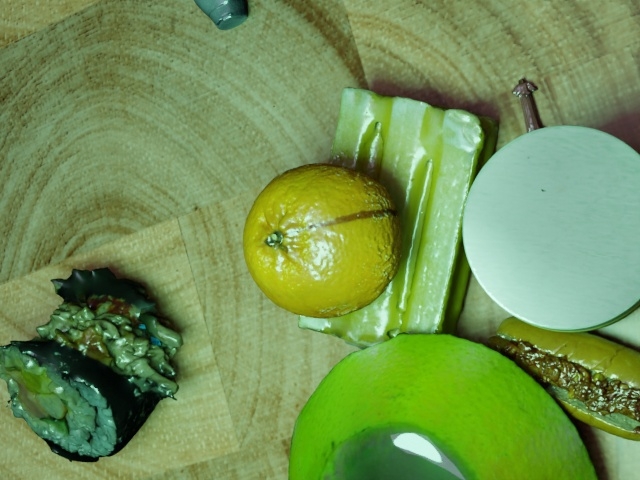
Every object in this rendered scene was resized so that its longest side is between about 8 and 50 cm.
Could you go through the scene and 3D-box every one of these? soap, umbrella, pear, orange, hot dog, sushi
[{"bbox_3d":[0.098,-0.018,1.673,0.199,0.091,0.315,14,97,26],"label":"soap"},{"bbox_3d":[0.260,-0.114,1.621,0.027,0.025,0.165,-20,80,44],"label":"umbrella"},{"bbox_3d":[0.122,0.316,1.574,0.398,0.165,0.399,6,107,21],"label":"pear"},{"bbox_3d":[0.000,0.000,1.587,0.193,0.161,0.193,3,96,25],"label":"orange"},{"bbox_3d":[0.308,0.158,1.574,0.249,0.076,0.102,24,98,26],"label":"hot dog"},{"bbox_3d":[-0.303,0.164,1.843,0.238,0.219,0.225,31,144,-3],"label":"sushi"}]

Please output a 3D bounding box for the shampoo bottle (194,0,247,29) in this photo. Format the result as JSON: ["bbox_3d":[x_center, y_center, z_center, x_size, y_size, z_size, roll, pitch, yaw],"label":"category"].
[{"bbox_3d":[-0.160,-0.396,1.819,0.087,0.049,0.234,-27,79,24],"label":"shampoo bottle"}]

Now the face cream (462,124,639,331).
[{"bbox_3d":[0.276,-0.007,1.501,0.218,0.179,0.218,-1,85,14],"label":"face cream"}]
